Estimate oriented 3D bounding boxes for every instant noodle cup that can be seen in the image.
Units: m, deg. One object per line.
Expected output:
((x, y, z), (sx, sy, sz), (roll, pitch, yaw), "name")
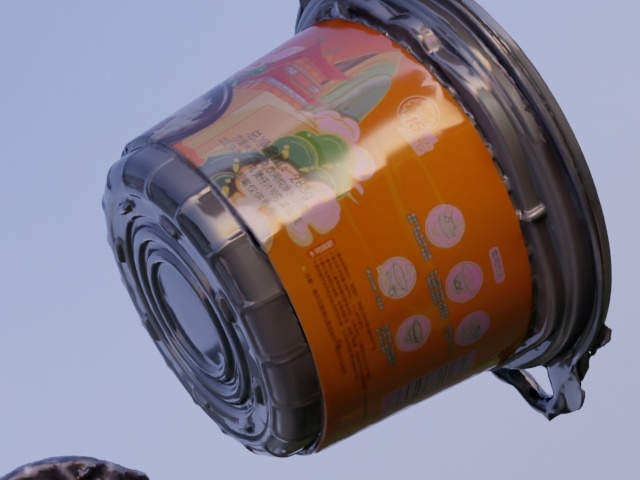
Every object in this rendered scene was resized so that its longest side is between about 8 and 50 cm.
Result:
((0.000, 0.000, 0.542), (0.125, 0.208, 0.177), (-30, -10, -22), "instant noodle cup")

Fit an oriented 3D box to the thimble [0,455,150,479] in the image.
((-0.116, 0.150, 0.657), (0.066, 0.095, 0.104), (150, 133, -69), "thimble")
